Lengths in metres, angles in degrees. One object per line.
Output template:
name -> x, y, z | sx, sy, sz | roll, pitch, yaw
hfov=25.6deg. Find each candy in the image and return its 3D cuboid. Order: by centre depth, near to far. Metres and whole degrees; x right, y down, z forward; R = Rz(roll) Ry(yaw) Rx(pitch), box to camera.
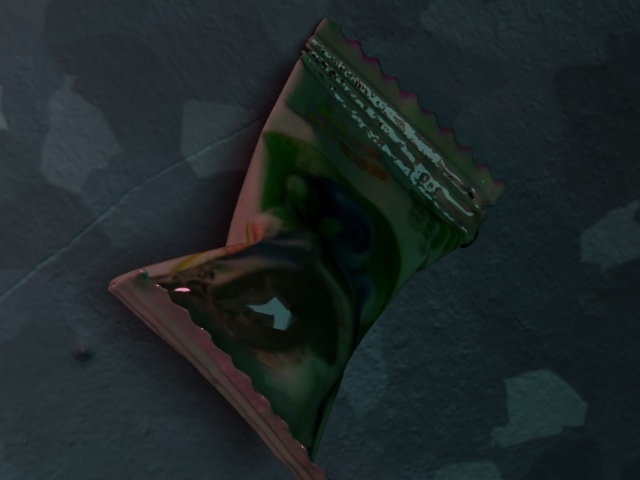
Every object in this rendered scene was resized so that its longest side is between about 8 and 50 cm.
candy -> 0.003, -0.002, 1.310 | 0.263, 0.172, 0.398 | 47, 61, -18
